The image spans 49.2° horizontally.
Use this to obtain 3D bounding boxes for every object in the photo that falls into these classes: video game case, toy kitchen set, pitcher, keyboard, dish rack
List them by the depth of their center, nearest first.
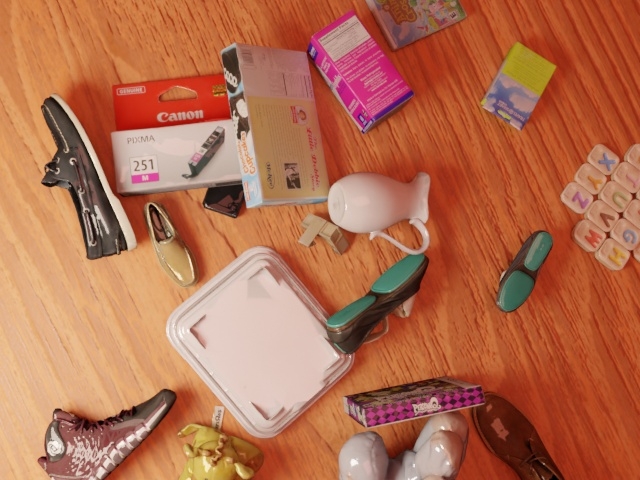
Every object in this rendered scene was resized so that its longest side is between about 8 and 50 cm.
[{"bbox_3d":[0.175,0.313,1.371,0.232,0.210,0.041,-9,85,-9],"label":"video game case"},{"bbox_3d":[-0.114,0.205,1.411,0.286,0.072,0.332,-40,92,-11],"label":"dish rack"},{"bbox_3d":[0.129,-0.054,1.437,0.207,0.125,0.177,-3,77,-24],"label":"pitcher"},{"bbox_3d":[-0.168,-0.136,1.461,0.108,0.023,0.180,19,83,0],"label":"keyboard"},{"bbox_3d":[0.000,0.000,1.467,0.083,0.075,0.068,27,74,35],"label":"toy kitchen set"},{"bbox_3d":[0.197,-0.553,1.557,0.193,0.023,0.212,-27,89,-10],"label":"video game case"}]

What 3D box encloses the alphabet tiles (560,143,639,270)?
[{"bbox_3d":[0.695,-0.078,1.587,0.278,0.021,0.284,38,80,-4],"label":"alphabet tiles"}]

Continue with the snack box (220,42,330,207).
[{"bbox_3d":[-0.087,-0.230,1.419,0.187,0.060,0.321,-5,84,-42],"label":"snack box"}]

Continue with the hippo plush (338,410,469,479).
[{"bbox_3d":[0.158,0.438,1.379,0.237,0.294,0.234,9,56,17],"label":"hippo plush"}]

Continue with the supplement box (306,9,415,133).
[{"bbox_3d":[0.080,-0.353,1.474,0.114,0.111,0.220,-35,90,-10],"label":"supplement box"}]

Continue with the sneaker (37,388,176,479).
[{"bbox_3d":[-0.422,0.353,1.331,0.162,0.106,0.281,45,80,1],"label":"sneaker"}]

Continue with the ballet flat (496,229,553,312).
[{"bbox_3d":[0.434,0.068,1.507,0.074,0.074,0.203,33,81,-4],"label":"ballet flat"}]

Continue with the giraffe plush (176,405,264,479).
[{"bbox_3d":[-0.193,0.430,1.322,0.182,0.170,0.210,-7,85,-9],"label":"giraffe plush"}]

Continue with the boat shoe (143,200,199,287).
[{"bbox_3d":[-0.304,0.009,1.398,0.068,0.072,0.189,-31,90,-11],"label":"boat shoe"}]

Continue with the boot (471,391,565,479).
[{"bbox_3d":[0.433,0.444,1.447,0.112,0.115,0.305,-36,89,-9],"label":"boot"}]

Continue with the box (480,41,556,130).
[{"bbox_3d":[0.439,-0.340,1.562,0.109,0.042,0.178,31,81,-4],"label":"box"}]

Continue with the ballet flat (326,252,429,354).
[{"bbox_3d":[0.127,0.134,1.440,0.280,0.095,0.096,-35,112,-22],"label":"ballet flat"}]

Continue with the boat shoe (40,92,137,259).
[{"bbox_3d":[-0.480,-0.116,1.358,0.113,0.127,0.339,-27,98,-22],"label":"boat shoe"}]

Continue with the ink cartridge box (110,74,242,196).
[{"bbox_3d":[-0.283,-0.222,1.421,0.275,0.060,0.238,-7,85,-6],"label":"ink cartridge box"}]
